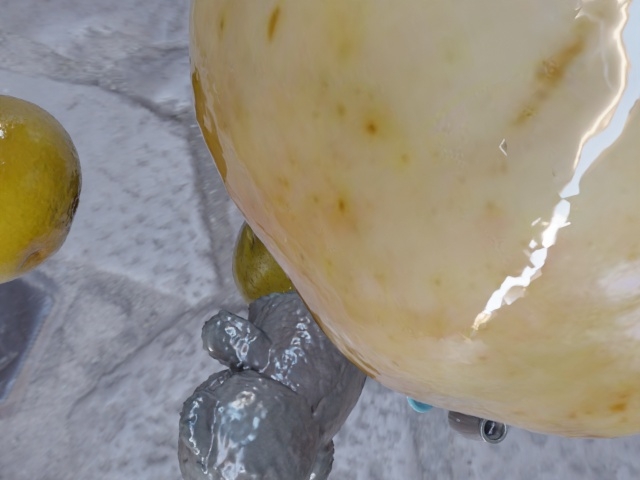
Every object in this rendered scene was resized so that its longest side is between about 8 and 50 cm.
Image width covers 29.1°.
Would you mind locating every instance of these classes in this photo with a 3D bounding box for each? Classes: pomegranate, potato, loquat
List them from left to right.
[{"bbox_3d":[-0.346,-0.054,1.245,0.208,0.208,0.208,1,98,7],"label":"loquat"},{"bbox_3d":[0.000,0.000,1.699,0.195,0.176,0.369,32,141,-22],"label":"potato"},{"bbox_3d":[0.137,-0.113,0.631,0.411,0.411,0.411,1,98,7],"label":"pomegranate"}]

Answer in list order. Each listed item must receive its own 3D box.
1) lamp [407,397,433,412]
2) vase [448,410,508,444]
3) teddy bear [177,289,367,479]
[{"bbox_3d":[0.162,0.068,1.561,0.147,0.284,0.209,-7,117,27],"label":"lamp"},{"bbox_3d":[0.217,0.250,1.692,0.053,0.100,0.053,0,91,-18],"label":"vase"},{"bbox_3d":[-0.049,0.175,1.296,0.151,0.267,0.236,-6,126,45],"label":"teddy bear"}]
